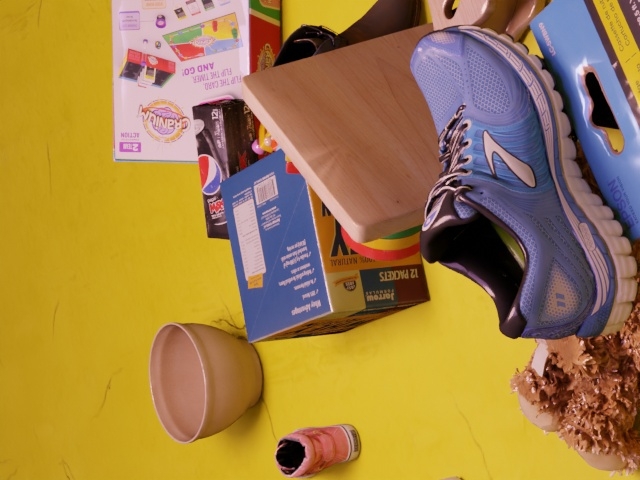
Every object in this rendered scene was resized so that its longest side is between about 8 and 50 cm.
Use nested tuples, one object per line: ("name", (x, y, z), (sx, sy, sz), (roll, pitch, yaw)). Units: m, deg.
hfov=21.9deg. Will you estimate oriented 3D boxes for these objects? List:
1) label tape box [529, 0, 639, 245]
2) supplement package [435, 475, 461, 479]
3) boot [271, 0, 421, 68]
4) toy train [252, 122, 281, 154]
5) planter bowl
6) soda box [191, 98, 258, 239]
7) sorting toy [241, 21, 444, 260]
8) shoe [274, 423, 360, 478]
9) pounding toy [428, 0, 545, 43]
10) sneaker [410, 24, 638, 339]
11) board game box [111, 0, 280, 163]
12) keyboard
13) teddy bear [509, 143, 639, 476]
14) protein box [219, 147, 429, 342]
("label tape box", (0.338, -0.174, 1.347), (0.334, 0.106, 0.241), (-46, 57, 51))
("supplement package", (0.103, 0.434, 1.800), (0.177, 0.175, 0.293), (38, 126, 50))
("boot", (0.028, -0.209, 1.798), (0.082, 0.106, 0.219), (25, 76, 36))
("toy train", (-0.030, -0.160, 1.998), (0.125, 0.046, 0.166), (-33, 39, 56))
("planter bowl", (-0.146, 0.185, 2.218), (0.162, 0.109, 0.162), (15, 107, 57))
("soda box", (-0.113, -0.088, 2.040), (0.053, 0.060, 0.169), (4, 106, 41))
("sorting toy", (0.086, -0.095, 1.690), (0.257, 0.255, 0.089), (53, 152, 40))
("shoe", (-0.029, 0.266, 2.072), (0.178, 0.081, 0.063), (-25, 73, 56))
("pounding toy", (0.111, -0.314, 1.694), (0.154, 0.155, 0.270), (-25, 72, 53))
("sneaker", (0.148, -0.055, 1.452), (0.130, 0.147, 0.330), (109, 144, -52))
("board game box", (-0.164, -0.257, 2.138), (0.242, 0.064, 0.317), (4, 97, 36))
("keyboard", (0.239, -0.129, 1.606), (0.192, 0.100, 0.038), (18, 149, 56))
("teddy bear", (0.262, 0.063, 1.580), (0.245, 0.113, 0.338), (13, 113, 64))
("protein box", (0.000, 0.000, 1.933), (0.200, 0.136, 0.201), (-25, 74, 56))
